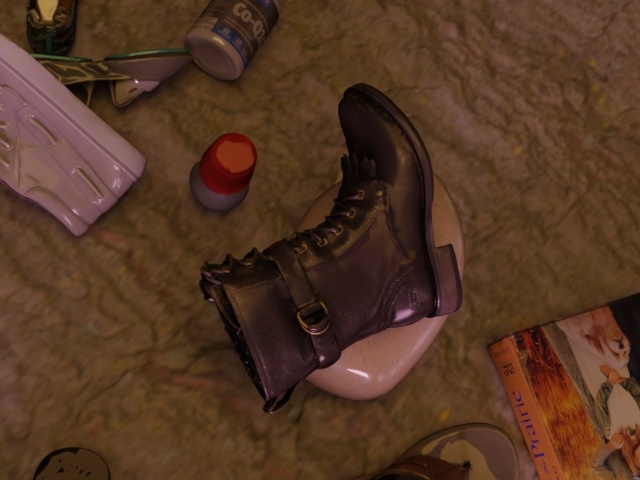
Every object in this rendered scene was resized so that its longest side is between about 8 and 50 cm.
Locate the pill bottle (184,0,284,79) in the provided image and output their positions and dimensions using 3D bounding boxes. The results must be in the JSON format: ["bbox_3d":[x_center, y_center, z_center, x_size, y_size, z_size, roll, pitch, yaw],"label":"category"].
[{"bbox_3d":[-0.097,-0.267,0.945,0.078,0.078,0.137,29,68,-1],"label":"pill bottle"}]

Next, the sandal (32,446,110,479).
[{"bbox_3d":[-0.244,0.319,0.719,0.097,0.054,0.254,1,71,-12],"label":"sandal"}]

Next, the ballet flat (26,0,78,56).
[{"bbox_3d":[-0.311,-0.305,0.920,0.070,0.070,0.188,-4,72,-14],"label":"ballet flat"}]

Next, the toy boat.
[{"bbox_3d":[0.000,0.000,0.852,0.318,0.148,0.267,37,73,-6],"label":"toy boat"}]

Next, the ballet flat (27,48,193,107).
[{"bbox_3d":[-0.251,-0.181,0.898,0.213,0.072,0.068,-5,99,-13],"label":"ballet flat"}]

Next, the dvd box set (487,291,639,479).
[{"bbox_3d":[0.401,0.265,0.873,0.308,0.062,0.420,-14,74,-16],"label":"dvd box set"}]

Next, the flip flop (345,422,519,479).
[{"bbox_3d":[0.083,0.264,0.795,0.277,0.080,0.112,-13,74,-16],"label":"flip flop"}]

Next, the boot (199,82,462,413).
[{"bbox_3d":[-0.003,0.000,0.724,0.229,0.091,0.263,-19,87,-19],"label":"boot"}]

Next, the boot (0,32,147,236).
[{"bbox_3d":[-0.312,-0.117,0.806,0.258,0.095,0.123,42,82,-16],"label":"boot"}]
